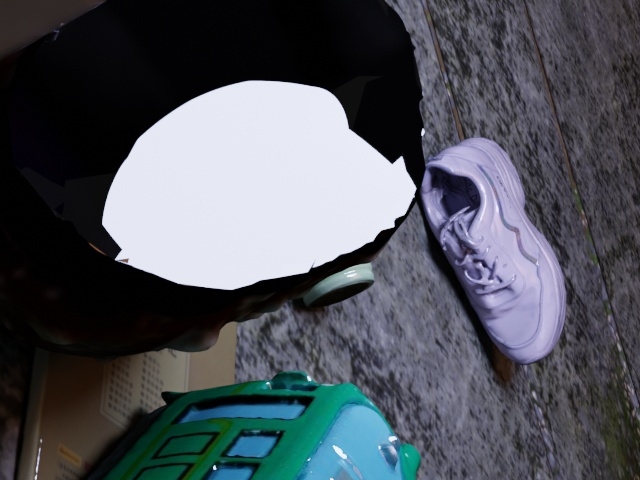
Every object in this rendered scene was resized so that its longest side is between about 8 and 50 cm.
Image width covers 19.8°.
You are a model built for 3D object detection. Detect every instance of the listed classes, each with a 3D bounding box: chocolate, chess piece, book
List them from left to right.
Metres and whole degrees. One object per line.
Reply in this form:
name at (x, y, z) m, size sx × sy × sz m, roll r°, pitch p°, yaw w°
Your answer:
book at (-0.128, 0.085, 1.309) m, size 0.217 × 0.021 × 0.310 m, roll 43°, pitch 38°, yaw -44°
chocolate at (-0.101, -0.035, 1.184) m, size 0.340 × 0.210 × 0.225 m, roll -26°, pitch 82°, yaw -43°
chess piece at (0.000, 0.000, 1.574) m, size 0.067 × 0.067 × 0.103 m, roll 5°, pitch 61°, yaw -63°

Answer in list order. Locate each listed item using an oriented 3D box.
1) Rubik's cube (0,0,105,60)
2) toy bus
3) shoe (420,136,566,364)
Rubik's cube at (-0.213, -0.299, 1.048) m, size 0.292 × 0.291 × 0.290 m, roll 47°, pitch 35°, yaw -30°
toy bus at (-0.063, 0.221, 1.122) m, size 0.184 × 0.199 × 0.343 m, roll 66°, pitch 30°, yaw -17°
shoe at (0.170, 0.012, 1.874) m, size 0.137 × 0.095 × 0.245 m, roll -7°, pitch 77°, yaw -60°
